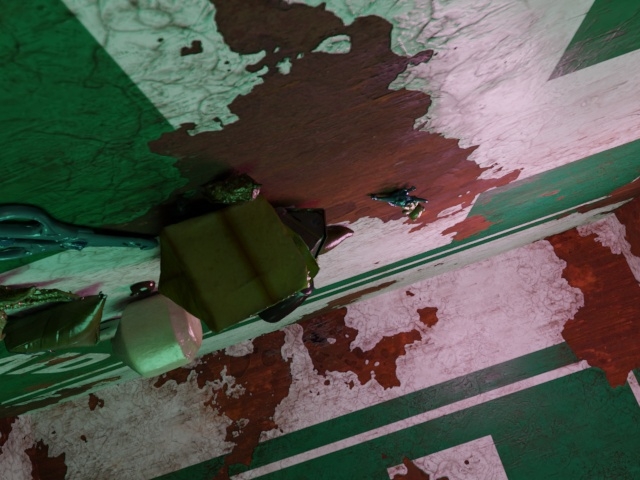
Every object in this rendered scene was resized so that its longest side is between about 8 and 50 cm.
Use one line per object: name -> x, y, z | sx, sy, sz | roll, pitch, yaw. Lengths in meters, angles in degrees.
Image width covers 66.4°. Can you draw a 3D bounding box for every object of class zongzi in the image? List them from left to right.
zongzi -> -0.671, 0.204, 1.241 | 0.228, 0.115, 0.256 | -2, 152, -34

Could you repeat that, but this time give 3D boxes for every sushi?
sushi -> -0.158, -0.091, 0.891 | 0.117, 0.062, 0.060 | -21, 176, 13

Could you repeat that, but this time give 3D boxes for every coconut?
coconut -> -0.500, 0.285, 1.485 | 0.265, 0.238, 0.237 | -22, 165, -7

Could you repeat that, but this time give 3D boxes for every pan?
pan -> -0.505, 0.144, 1.371 | 0.068, 0.024, 0.115 | -4, 159, -46

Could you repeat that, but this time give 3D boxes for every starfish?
starfish -> -0.716, 0.141, 1.012 | 0.347, 0.078, 0.358 | -21, 165, 10

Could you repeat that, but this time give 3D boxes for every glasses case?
glasses case -> -0.719, 0.303, 1.623 | 0.204, 0.051, 0.081 | -20, 163, 8

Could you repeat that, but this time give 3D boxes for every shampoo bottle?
shampoo bottle -> -0.275, -0.049, 0.962 | 0.048, 0.027, 0.137 | -19, 166, -22

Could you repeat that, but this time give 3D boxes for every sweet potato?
sweet potato -> 0.000, 0.000, 1.376 | 0.243, 0.077, 0.077 | -15, 165, -25

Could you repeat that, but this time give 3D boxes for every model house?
model house -> -0.057, -0.022, 1.176 | 0.136, 0.207, 0.219 | -51, 171, -31

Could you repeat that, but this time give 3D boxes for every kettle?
kettle -> -0.110, 0.184, 1.776 | 0.232, 0.144, 0.202 | -36, 177, 40

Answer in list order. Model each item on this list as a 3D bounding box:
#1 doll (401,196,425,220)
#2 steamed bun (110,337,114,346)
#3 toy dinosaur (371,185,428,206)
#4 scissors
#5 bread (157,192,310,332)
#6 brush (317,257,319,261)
doll -> 0.262, -0.093, 1.392 | 0.061, 0.051, 0.093 | -51, 161, 8
steamed bun -> -0.636, 0.356, 1.804 | 0.212, 0.111, 0.231 | -5, 163, -41
toy dinosaur -> 0.217, -0.112, 1.291 | 0.197, 0.045, 0.080 | 1, 170, -33
scissors -> -0.465, 0.001, 0.905 | 0.180, 0.032, 0.392 | -26, 163, 27
bread -> -0.214, 0.087, 1.078 | 0.233, 0.245, 0.362 | -25, 168, -29
brush -> -0.133, 0.065, 1.464 | 0.312, 0.067, 0.072 | -6, 161, -33
